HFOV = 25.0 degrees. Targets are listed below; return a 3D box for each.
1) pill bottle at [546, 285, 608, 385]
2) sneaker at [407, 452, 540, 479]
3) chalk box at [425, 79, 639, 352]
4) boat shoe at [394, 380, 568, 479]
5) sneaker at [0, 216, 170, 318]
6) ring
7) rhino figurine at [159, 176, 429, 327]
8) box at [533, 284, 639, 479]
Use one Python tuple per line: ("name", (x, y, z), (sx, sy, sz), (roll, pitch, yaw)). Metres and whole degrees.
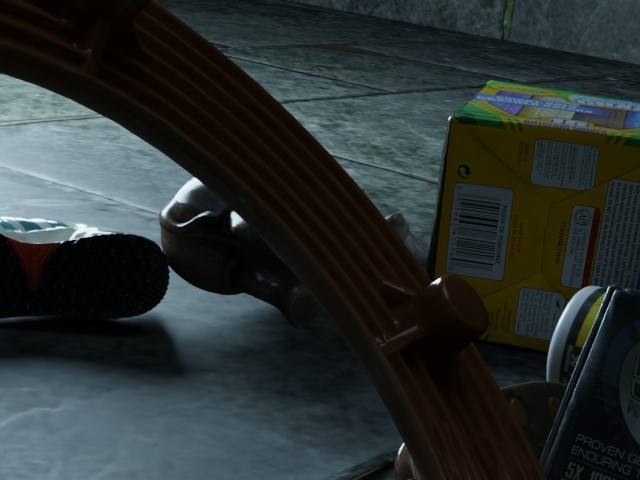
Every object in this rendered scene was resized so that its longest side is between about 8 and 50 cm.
("pill bottle", (0.173, 0.066, 0.692), (0.116, 0.065, 0.065), (15, 16, 32))
("sneaker", (0.029, 0.105, 0.449), (0.063, 0.073, 0.162), (13, 16, 25))
("chalk box", (0.151, -0.022, 0.893), (0.132, 0.132, 0.213), (10, 15, 13))
("boat shoe", (0.096, 0.091, 0.587), (0.178, 0.064, 0.060), (-3, -14, -39))
("sneaker", (-0.162, 0.015, 0.782), (0.161, 0.057, 0.075), (4, -2, -6))
("ring", (-0.031, 0.039, 0.316), (0.336, 0.032, 0.336), (37, 30, -26))
("rhino figurine", (0.000, 0.000, 0.855), (0.106, 0.073, 0.243), (20, 10, 31))
("box", (0.182, 0.092, 0.456), (0.180, 0.077, 0.147), (18, -8, 39))
